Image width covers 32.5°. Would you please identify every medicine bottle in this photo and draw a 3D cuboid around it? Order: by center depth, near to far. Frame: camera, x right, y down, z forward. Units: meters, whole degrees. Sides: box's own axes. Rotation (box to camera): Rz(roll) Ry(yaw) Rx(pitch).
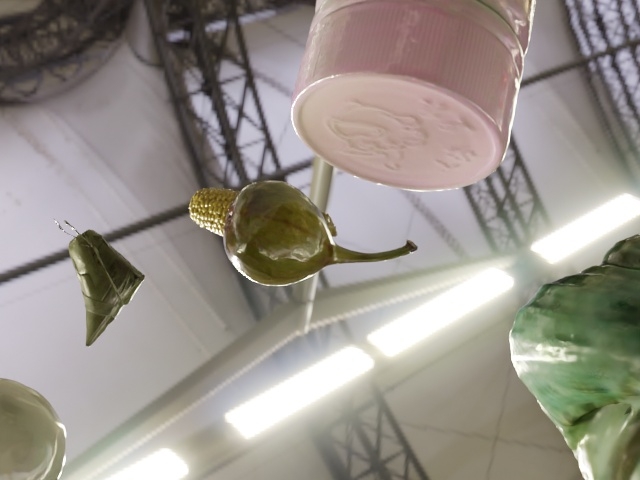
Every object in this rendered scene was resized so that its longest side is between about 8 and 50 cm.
[{"bbox_3d":[0.101,-0.229,1.025,0.202,0.202,0.315,12,-114,2],"label":"medicine bottle"}]

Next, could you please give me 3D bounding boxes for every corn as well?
[{"bbox_3d":[-0.097,-0.032,1.795,0.260,0.091,0.091,16,-150,27],"label":"corn"}]

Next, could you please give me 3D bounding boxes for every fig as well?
[{"bbox_3d":[0.000,0.000,1.311,0.236,0.124,0.124,9,-148,-18],"label":"fig"}]

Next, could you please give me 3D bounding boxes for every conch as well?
[{"bbox_3d":[0.194,0.089,0.638,0.122,0.188,0.176,-23,-167,-18],"label":"conch"}]

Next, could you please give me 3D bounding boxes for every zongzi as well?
[{"bbox_3d":[-0.333,0.052,1.510,0.130,0.154,0.062,-53,-156,-21],"label":"zongzi"}]

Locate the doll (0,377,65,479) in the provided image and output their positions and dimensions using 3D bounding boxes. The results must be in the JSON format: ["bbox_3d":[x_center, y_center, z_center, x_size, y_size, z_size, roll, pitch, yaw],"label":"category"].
[{"bbox_3d":[-0.364,0.116,0.488,0.366,0.187,0.376,-2,164,26],"label":"doll"}]
